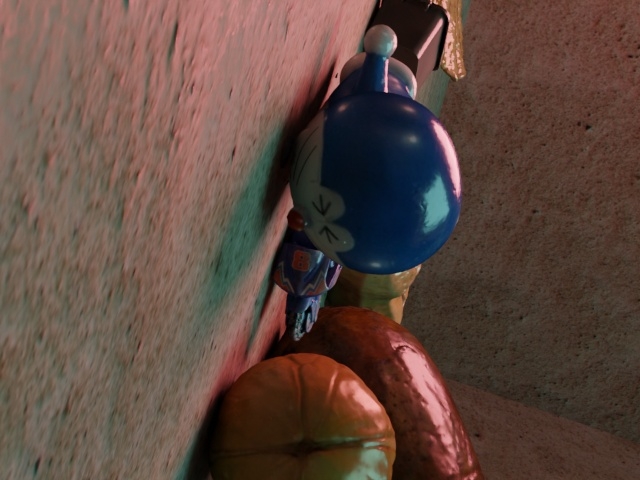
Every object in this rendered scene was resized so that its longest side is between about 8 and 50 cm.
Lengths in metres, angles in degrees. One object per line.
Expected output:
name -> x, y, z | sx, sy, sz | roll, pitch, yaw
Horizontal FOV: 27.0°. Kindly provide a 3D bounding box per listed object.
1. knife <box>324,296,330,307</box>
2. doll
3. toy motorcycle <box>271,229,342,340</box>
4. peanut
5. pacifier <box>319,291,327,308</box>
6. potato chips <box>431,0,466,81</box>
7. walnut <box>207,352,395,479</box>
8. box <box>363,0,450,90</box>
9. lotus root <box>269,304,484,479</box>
knife -> 0.019, 0.053, 1.826 | 0.073, 0.040, 0.266 | 26, 82, -72
doll -> 0.041, -0.080, 1.219 | 0.257, 0.161, 0.215 | -98, -172, -65
toy motorcycle -> 0.000, 0.000, 1.372 | 0.114, 0.076, 0.205 | 79, 28, -64
peanut -> 0.065, 0.032, 1.709 | 0.290, 0.130, 0.130 | 89, 20, -64
pacifier -> 0.002, 0.105, 1.704 | 0.083, 0.064, 0.068 | 99, 18, -53
potato chips -> 0.211, -0.424, 1.881 | 0.373, 0.097, 0.389 | -58, 164, -61
walnut -> -0.020, 0.204, 1.288 | 0.225, 0.193, 0.193 | 155, -46, -85
box -> 0.091, -0.217, 1.495 | 0.069, 0.084, 0.122 | -61, 169, -26
lotus root -> 0.051, 0.238, 1.503 | 0.250, 0.250, 0.346 | 97, -22, -62
